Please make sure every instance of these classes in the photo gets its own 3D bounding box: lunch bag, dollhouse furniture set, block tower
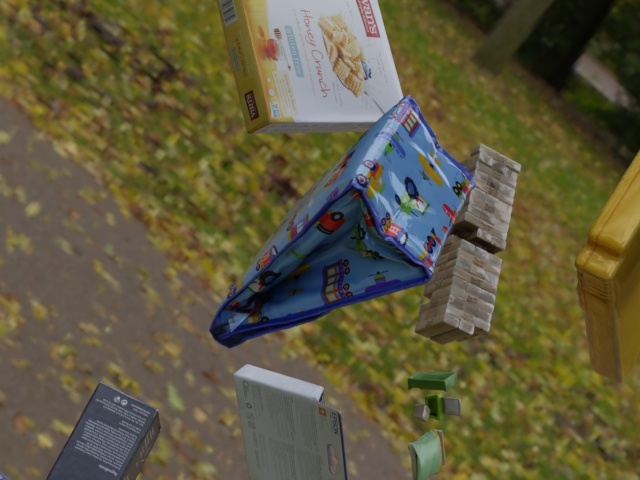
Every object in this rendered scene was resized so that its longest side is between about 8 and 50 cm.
[{"bbox_3d":[0.000,0.000,1.459,0.138,0.293,0.221,51,33,-13],"label":"lunch bag"},{"bbox_3d":[0.157,0.250,1.744,0.059,0.151,0.076,0,12,32],"label":"dollhouse furniture set"},{"bbox_3d":[0.248,0.011,2.195,0.091,0.097,0.335,26,64,-22],"label":"block tower"}]

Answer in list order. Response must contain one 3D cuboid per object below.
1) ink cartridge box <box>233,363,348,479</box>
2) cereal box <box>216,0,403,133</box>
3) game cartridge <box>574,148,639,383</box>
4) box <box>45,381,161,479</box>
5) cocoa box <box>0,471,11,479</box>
[{"bbox_3d":[-0.035,0.330,2.173,0.224,0.223,0.045,15,35,33],"label":"ink cartridge box"},{"bbox_3d":[-0.006,-0.215,1.552,0.240,0.047,0.173,-7,80,-45],"label":"cereal box"},{"bbox_3d":[0.353,-0.027,1.340,0.053,0.285,0.323,28,-15,26],"label":"game cartridge"},{"bbox_3d":[-0.294,0.294,1.783,0.093,0.158,0.156,25,-19,4],"label":"box"},{"bbox_3d":[-0.552,0.413,1.628,0.231,0.347,0.228,39,-3,3],"label":"cocoa box"}]
